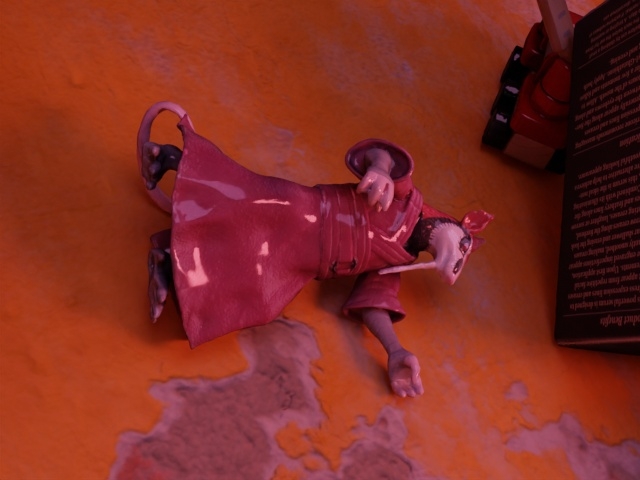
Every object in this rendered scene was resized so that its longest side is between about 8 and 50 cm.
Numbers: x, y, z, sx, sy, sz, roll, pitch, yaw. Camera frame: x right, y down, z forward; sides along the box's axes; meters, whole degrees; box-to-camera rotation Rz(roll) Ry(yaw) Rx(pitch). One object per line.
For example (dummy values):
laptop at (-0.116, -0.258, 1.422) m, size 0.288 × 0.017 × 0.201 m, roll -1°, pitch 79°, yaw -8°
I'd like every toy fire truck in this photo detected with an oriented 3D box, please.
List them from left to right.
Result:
toy fire truck at (0.303, -0.247, 1.198) m, size 0.158 × 0.246 × 0.217 m, roll 24°, pitch 49°, yaw 1°

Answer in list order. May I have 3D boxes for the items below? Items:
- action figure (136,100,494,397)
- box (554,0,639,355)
action figure at (0.000, 0.000, 0.975) m, size 0.370 × 0.248 × 0.276 m, roll -2°, pitch 26°, yaw -18°
box at (0.445, -0.065, 1.012) m, size 0.293 × 0.212 × 0.395 m, roll 7°, pitch 81°, yaw -13°
